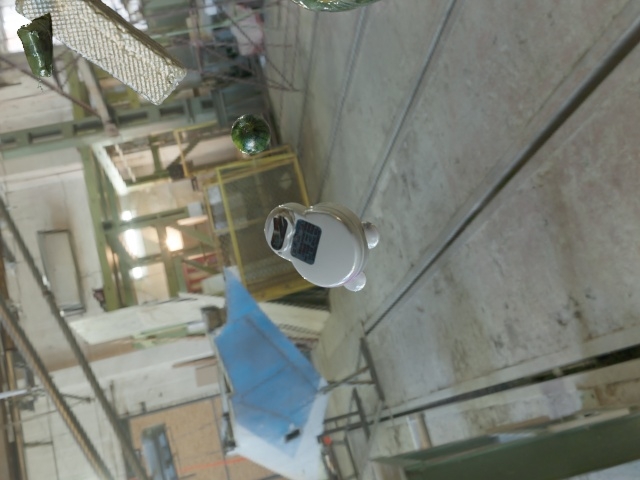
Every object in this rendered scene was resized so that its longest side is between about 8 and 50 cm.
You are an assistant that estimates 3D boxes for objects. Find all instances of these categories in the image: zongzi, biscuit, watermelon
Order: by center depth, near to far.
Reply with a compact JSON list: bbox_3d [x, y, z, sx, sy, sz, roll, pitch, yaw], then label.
[{"bbox_3d":[-0.621,-0.428,1.523,0.130,0.062,0.154,-80,-15,-56],"label":"zongzi"},{"bbox_3d":[-0.538,-0.510,1.688,0.426,0.144,0.079,33,-157,-39],"label":"biscuit"},{"bbox_3d":[-0.180,-0.277,1.720,0.062,0.105,0.106,157,100,-87],"label":"watermelon"}]

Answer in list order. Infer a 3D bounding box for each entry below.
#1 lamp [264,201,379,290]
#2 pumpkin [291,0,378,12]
[{"bbox_3d":[0.000,-0.001,1.426,0.108,0.246,0.180,-34,-37,-65],"label":"lamp"},{"bbox_3d":[0.009,-0.517,1.063,0.327,0.291,0.258,23,87,45],"label":"pumpkin"}]
